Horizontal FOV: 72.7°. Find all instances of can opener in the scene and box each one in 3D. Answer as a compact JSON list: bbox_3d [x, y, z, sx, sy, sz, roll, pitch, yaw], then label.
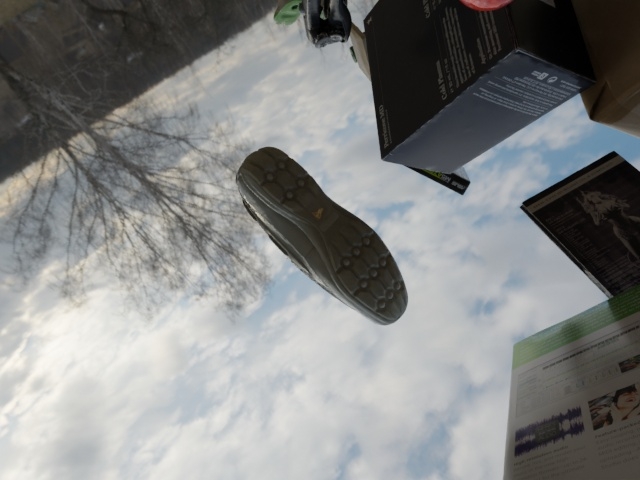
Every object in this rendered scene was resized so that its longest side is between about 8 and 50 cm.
[{"bbox_3d":[0.003,-0.262,0.456,0.059,0.073,0.186,-11,180,4],"label":"can opener"}]

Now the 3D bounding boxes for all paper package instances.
[{"bbox_3d":[0.570,-0.299,0.688,0.168,0.325,0.309,127,-30,-53],"label":"paper package"}]

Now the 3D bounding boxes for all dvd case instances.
[{"bbox_3d":[0.412,-0.010,0.587,0.165,0.018,0.221,-29,-120,-4],"label":"dvd case"}]

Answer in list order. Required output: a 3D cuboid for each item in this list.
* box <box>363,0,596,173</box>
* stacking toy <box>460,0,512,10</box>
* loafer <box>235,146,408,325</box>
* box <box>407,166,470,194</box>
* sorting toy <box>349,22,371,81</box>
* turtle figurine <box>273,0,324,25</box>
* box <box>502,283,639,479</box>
[{"bbox_3d":[0.245,-0.347,0.771,0.312,0.179,0.343,-33,-124,57],"label":"box"},{"bbox_3d":[0.268,-0.388,0.498,0.330,0.141,0.141,-44,-146,-10],"label":"stacking toy"},{"bbox_3d":[0.000,0.000,0.650,0.112,0.319,0.111,-41,180,-28],"label":"loafer"},{"bbox_3d":[0.286,-0.194,1.117,0.190,0.184,0.045,-59,174,-66],"label":"box"},{"bbox_3d":[0.124,-0.480,1.107,0.046,0.132,0.274,-24,-135,4],"label":"sorting toy"},{"bbox_3d":[-0.085,-0.512,0.790,0.275,0.266,0.198,-20,180,20],"label":"turtle figurine"},{"bbox_3d":[0.278,0.134,0.376,0.232,0.058,0.322,-39,177,30],"label":"box"}]
